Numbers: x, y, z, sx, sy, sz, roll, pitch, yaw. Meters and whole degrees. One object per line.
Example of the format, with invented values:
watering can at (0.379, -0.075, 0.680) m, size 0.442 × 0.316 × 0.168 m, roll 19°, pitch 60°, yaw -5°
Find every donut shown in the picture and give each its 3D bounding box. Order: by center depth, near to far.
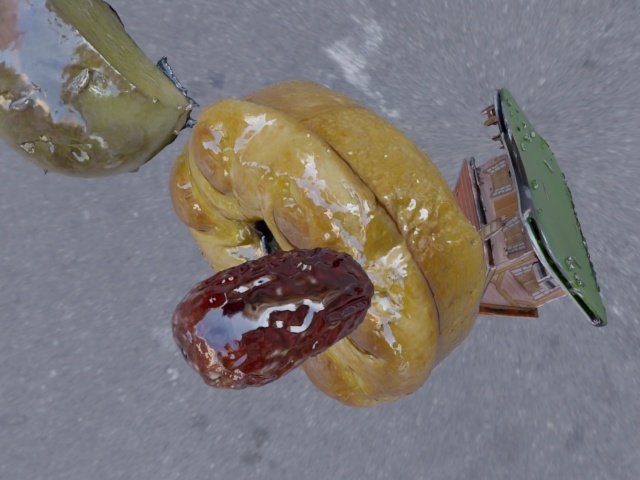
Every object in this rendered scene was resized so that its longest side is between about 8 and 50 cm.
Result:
donut at (0.000, 0.000, 1.085) m, size 0.150 × 0.299 × 0.317 m, roll -36°, pitch 97°, yaw -31°

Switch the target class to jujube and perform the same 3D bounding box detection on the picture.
jujube at (-0.026, 0.046, 0.717) m, size 0.129 × 0.077 × 0.077 m, roll -19°, pitch 92°, yaw -26°

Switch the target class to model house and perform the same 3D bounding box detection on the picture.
model house at (0.226, -0.023, 1.473) m, size 0.154 × 0.294 × 0.207 m, roll -27°, pitch 135°, yaw 23°

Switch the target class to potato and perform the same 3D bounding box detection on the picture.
potato at (-0.163, -0.102, 0.653) m, size 0.100 × 0.089 × 0.172 m, roll -38°, pitch 93°, yaw 18°
